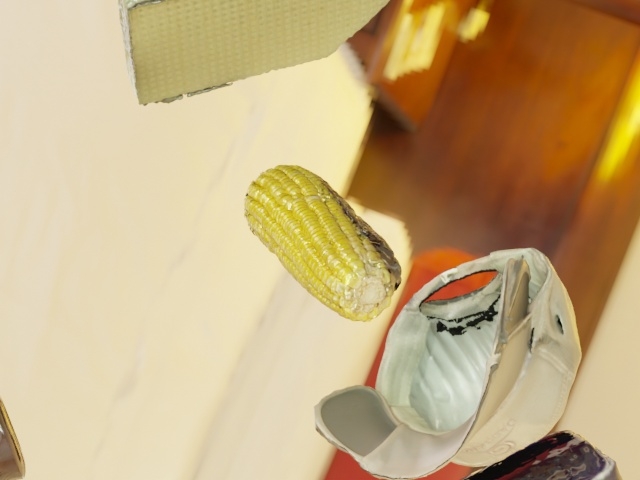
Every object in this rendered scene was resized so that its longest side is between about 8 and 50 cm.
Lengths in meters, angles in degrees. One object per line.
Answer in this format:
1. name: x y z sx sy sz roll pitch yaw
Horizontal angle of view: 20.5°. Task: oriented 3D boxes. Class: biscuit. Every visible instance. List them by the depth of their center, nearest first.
1. biscuit: -0.053 -0.208 1.565 0.150 0.252 0.052 87 -16 -59

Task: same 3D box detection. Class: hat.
1. hat: 0.130 0.123 1.509 0.232 0.161 0.275 -43 -177 23

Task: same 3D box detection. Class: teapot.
1. teapot: -0.209 0.119 1.077 0.100 0.045 0.068 153 -83 -79

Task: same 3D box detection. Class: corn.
1. corn: 0.000 0.000 1.343 0.203 0.072 0.072 47 -56 58

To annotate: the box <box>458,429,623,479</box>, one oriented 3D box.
1. box: 0.093 0.231 0.787 0.259 0.168 0.071 65 -6 -18
